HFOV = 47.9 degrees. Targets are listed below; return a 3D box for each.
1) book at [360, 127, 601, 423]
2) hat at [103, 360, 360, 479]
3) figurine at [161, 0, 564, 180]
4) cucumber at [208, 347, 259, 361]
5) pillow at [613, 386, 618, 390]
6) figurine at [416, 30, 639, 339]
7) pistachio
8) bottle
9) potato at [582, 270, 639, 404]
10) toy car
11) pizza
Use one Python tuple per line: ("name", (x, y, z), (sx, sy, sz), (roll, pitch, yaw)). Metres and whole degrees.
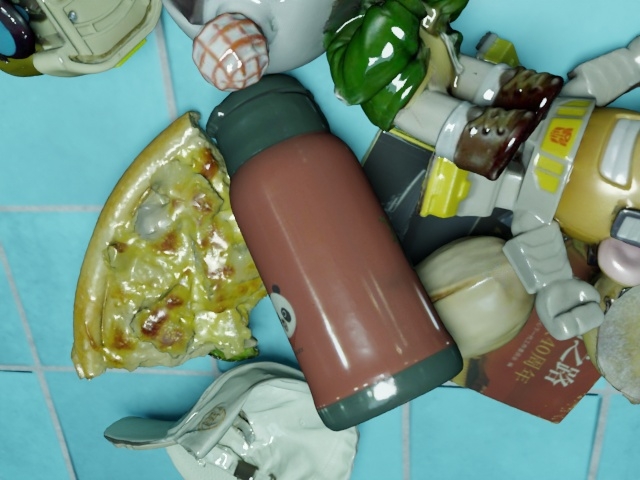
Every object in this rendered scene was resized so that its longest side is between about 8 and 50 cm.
("book", (0.181, 0.053, 0.825), (0.374, 0.028, 0.262), (24, 118, -6))
("hat", (-0.116, 0.244, 0.932), (0.302, 0.168, 0.257), (-2, 140, 36))
("figurine", (0.015, -0.189, 0.590), (0.370, 0.281, 0.167), (35, 152, 10))
("cucumber", (-0.167, 0.085, 0.873), (0.227, 0.069, 0.069), (36, 119, -17))
("pillow", (0.459, 0.143, 0.823), (0.241, 0.051, 0.093), (-23, 118, 17))
("figurine", (0.250, -0.064, 0.651), (0.309, 0.143, 0.308), (1, 94, 12))
("pistachio", (0.142, 0.063, 0.748), (0.185, 0.124, 0.124), (-36, 109, 31))
("bottle", (0.000, 0.000, 0.689), (0.144, 0.144, 0.336), (-29, 81, 22))
("potato", (0.367, 0.103, 0.758), (0.243, 0.098, 0.138), (32, 117, -15))
("toy car", (-0.280, -0.261, 0.631), (0.198, 0.204, 0.247), (2, 136, 37))
("pizza", (-0.142, 0.036, 0.786), (0.223, 0.089, 0.323), (23, 103, -15))
